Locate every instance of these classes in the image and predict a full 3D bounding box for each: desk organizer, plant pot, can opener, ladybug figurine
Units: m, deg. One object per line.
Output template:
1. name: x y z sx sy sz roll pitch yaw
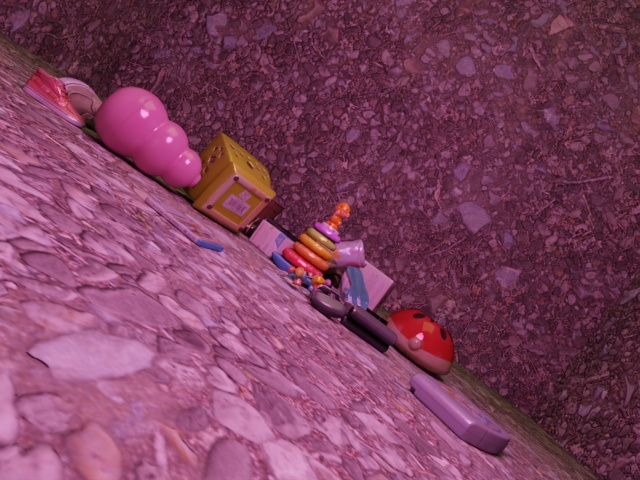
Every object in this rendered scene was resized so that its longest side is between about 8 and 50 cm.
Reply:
1. desk organizer: 0.179 0.280 1.701 0.130 0.047 0.050 36 -18 -23
2. plant pot: -0.294 -0.169 1.533 0.228 0.227 0.207 36 15 -41
3. can opener: 0.087 0.230 1.316 0.283 0.076 0.095 37 33 -8
4. ladybug figurine: 0.387 0.370 1.797 0.305 0.162 0.449 37 1 14
5. plant pot: -0.279 -0.135 2.201 0.167 0.165 0.167 37 0 0

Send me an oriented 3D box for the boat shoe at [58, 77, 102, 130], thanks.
1. boat shoe: -0.723 -0.412 1.490 0.094 0.109 0.302 39 -1 9

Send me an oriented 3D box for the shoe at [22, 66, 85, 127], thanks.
1. shoe: -0.730 -0.401 1.324 0.178 0.081 0.063 36 1 -23

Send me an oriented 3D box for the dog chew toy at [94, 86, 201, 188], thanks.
1. dog chew toy: -0.492 -0.288 1.397 0.332 0.206 0.206 45 -2 -18

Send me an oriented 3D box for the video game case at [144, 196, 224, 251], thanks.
1. video game case: -0.301 -0.034 1.051 0.166 0.015 0.119 37 0 15

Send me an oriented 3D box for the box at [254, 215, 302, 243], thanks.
1. box: -0.168 -0.004 1.978 0.158 0.093 0.156 37 1 -43

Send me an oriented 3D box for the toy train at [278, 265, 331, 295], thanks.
1. toy train: -0.041 0.132 1.360 0.166 0.046 0.125 27 -32 -22

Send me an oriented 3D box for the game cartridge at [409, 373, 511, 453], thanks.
1. game cartridge: 0.351 0.427 1.143 0.198 0.062 0.297 32 -3 44

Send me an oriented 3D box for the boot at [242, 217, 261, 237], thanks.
1. boot: -0.302 -0.082 1.789 0.137 0.077 0.198 31 0 -7

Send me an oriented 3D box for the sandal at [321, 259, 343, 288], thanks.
1. sandal: 0.019 0.144 1.770 0.120 0.086 0.303 -8 -19 8

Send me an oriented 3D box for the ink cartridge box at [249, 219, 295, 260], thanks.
1. ink cartridge box: -0.170 0.002 1.650 0.143 0.092 0.090 38 1 34

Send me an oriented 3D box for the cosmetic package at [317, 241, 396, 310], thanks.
1. cosmetic package: 0.115 0.145 1.985 0.365 0.197 0.155 38 1 18

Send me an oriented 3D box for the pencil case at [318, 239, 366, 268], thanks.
1. pencil case: 0.042 0.060 1.850 0.273 0.114 0.124 -4 -3 -3

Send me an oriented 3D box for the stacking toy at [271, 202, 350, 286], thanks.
1. stacking toy: 0.000 0.000 1.564 0.175 0.302 0.165 36 1 37

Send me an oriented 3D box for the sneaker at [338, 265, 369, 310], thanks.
1. sneaker: 0.114 0.199 1.685 0.087 0.092 0.229 20 35 -14
